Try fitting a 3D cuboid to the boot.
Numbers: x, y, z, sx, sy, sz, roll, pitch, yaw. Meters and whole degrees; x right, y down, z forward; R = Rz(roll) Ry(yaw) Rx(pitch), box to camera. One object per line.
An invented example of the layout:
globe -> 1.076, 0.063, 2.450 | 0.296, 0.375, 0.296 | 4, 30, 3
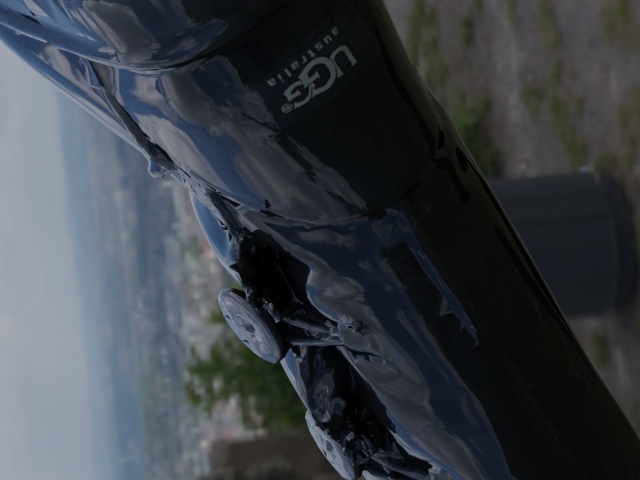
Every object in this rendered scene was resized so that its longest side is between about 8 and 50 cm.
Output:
boot -> 0.001, 0.001, 0.757 | 0.445, 0.146, 0.367 | 53, 175, -31
